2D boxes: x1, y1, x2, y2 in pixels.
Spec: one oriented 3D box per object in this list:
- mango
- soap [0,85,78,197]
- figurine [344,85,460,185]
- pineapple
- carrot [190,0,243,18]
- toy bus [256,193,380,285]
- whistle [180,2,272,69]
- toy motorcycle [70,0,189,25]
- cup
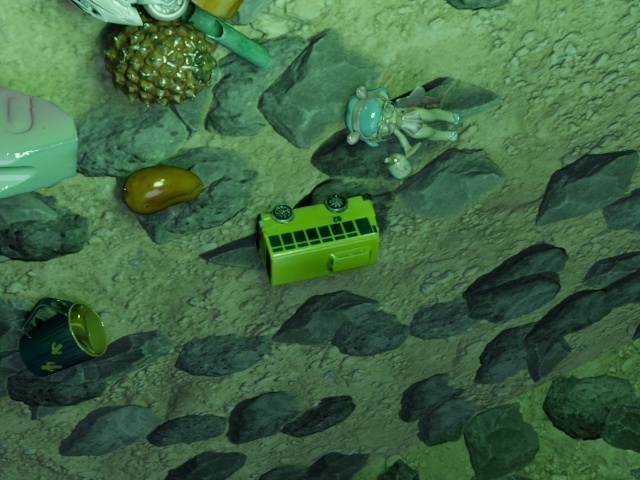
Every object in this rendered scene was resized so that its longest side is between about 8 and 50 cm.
[{"bbox_3d":[-0.305,-0.107,1.764,0.159,0.084,0.105,-21,164,-28],"label":"mango"},{"bbox_3d":[-0.564,-0.163,1.479,0.323,0.193,0.109,-3,141,-22],"label":"soap"},{"bbox_3d":[0.157,-0.217,1.805,0.260,0.103,0.205,1,114,-32],"label":"figurine"},{"bbox_3d":[-0.245,-0.288,1.460,0.193,0.166,0.166,9,153,26],"label":"pineapple"},{"bbox_3d":[-0.127,-0.468,1.317,0.254,0.196,0.196,-45,138,17],"label":"carrot"},{"bbox_3d":[0.000,0.000,1.986,0.262,0.150,0.128,-11,145,-12],"label":"toy bus"},{"bbox_3d":[-0.157,-0.346,1.561,0.039,0.039,0.186,-39,140,25],"label":"whistle"},{"bbox_3d":[-0.322,-0.382,1.357,0.254,0.112,0.112,16,133,-19],"label":"toy motorcycle"},{"bbox_3d":[-0.587,0.211,2.030,0.155,0.131,0.176,-27,114,16],"label":"cup"}]
